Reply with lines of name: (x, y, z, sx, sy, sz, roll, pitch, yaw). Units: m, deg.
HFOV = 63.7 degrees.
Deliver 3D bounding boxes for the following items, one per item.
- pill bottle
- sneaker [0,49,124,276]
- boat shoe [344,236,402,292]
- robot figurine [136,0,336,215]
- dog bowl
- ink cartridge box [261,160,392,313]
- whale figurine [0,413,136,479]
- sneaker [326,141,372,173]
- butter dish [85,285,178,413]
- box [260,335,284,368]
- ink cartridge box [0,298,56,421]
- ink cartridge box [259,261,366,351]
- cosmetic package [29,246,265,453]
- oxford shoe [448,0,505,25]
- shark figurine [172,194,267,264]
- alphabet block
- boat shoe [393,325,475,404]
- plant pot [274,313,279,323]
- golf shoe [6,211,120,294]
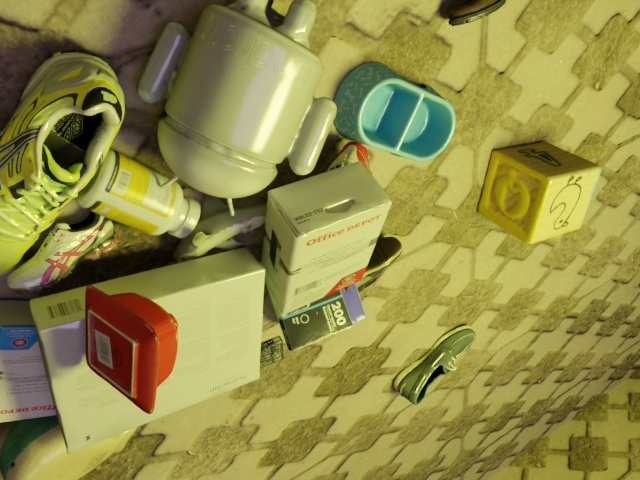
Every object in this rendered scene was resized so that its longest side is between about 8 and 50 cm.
pill bottle: (-0.297, -0.070, 0.859, 0.184, 0.103, 0.103, 29, 101, -42)
sneaker: (-0.418, -0.091, 0.734, 0.145, 0.147, 0.385, 24, 106, -44)
boat shoe: (0.104, 0.075, 1.249, 0.223, 0.080, 0.073, -35, 138, -2)
robot figurine: (-0.128, -0.217, 0.804, 0.299, 0.200, 0.354, 24, 104, -5)
dog bowl: (0.164, -0.254, 1.068, 0.297, 0.074, 0.166, 10, 114, -37)
ink cartridge box: (0.000, 0.000, 0.982, 0.197, 0.114, 0.273, -21, 152, -23)
whale figurine: (-0.501, 0.397, 1.038, 0.216, 0.141, 0.272, -56, 157, 12)
sneaker: (0.082, -0.092, 1.106, 0.279, 0.107, 0.118, 82, 25, -51)
butter dish: (-0.267, 0.146, 0.776, 0.118, 0.159, 0.160, -28, 136, -52)
box: (-0.131, 0.276, 1.260, 0.083, 0.018, 0.067, -19, 128, -23)
ink cartridge box: (-0.506, 0.211, 0.916, 0.148, 0.086, 0.203, 7, 115, -39)
ink cartridge box: (-0.007, 0.112, 1.143, 0.208, 0.045, 0.206, -19, 90, -23)
cosmetic package: (-0.291, 0.191, 0.940, 0.377, 0.097, 0.285, -14, 125, -31)
oxford shoe: (0.336, -0.509, 1.024, 0.227, 0.083, 0.096, -38, 114, -7)
shark figurine: (-0.161, -0.052, 0.972, 0.278, 0.116, 0.166, -21, 163, -11)
alphabet block: (0.562, -0.129, 1.339, 0.197, 0.193, 0.192, -14, 125, -26)
boat shoe: (0.383, 0.397, 1.633, 0.319, 0.099, 0.116, -36, 132, -9)
plant pot: (-0.063, 0.166, 1.201, 0.079, 0.083, 0.083, -45, 135, 18)
golf shoe: (-0.428, 0.013, 0.842, 0.186, 0.067, 0.086, -40, 130, -33)
